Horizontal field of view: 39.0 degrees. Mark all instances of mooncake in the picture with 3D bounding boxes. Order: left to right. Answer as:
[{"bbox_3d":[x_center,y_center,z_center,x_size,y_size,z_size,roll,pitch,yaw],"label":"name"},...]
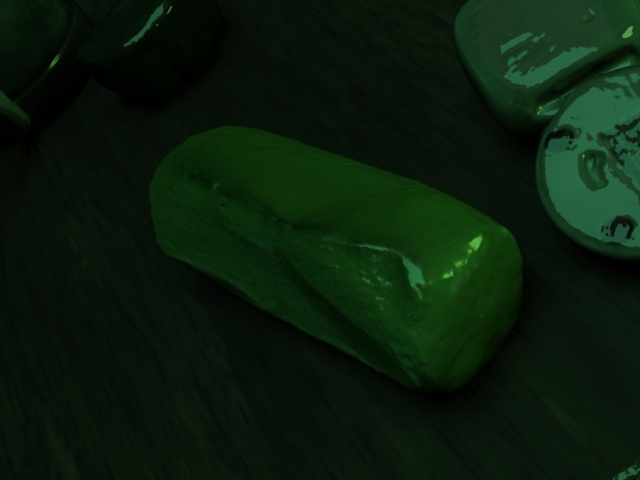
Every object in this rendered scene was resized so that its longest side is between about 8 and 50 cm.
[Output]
[{"bbox_3d":[-0.204,-0.248,1.077,0.175,0.104,0.168,-30,48,14],"label":"mooncake"}]

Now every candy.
[{"bbox_3d":[0.000,0.000,0.739,0.142,0.132,0.343,-17,30,-40],"label":"candy"}]

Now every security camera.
[{"bbox_3d":[0.216,-0.105,0.705,0.157,0.080,0.301,-29,55,9],"label":"security camera"}]

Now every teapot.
[{"bbox_3d":[-0.466,-0.271,1.125,0.233,0.312,0.315,-28,46,16],"label":"teapot"}]

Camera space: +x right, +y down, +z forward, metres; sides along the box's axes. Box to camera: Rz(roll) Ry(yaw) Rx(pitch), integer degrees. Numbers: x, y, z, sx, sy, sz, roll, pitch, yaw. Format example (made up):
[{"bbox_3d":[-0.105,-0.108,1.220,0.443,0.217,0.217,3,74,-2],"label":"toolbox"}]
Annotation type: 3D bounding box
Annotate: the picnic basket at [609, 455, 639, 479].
[{"bbox_3d":[0.274,0.139,0.432,0.196,0.134,0.154,-38,41,3],"label":"picnic basket"}]
